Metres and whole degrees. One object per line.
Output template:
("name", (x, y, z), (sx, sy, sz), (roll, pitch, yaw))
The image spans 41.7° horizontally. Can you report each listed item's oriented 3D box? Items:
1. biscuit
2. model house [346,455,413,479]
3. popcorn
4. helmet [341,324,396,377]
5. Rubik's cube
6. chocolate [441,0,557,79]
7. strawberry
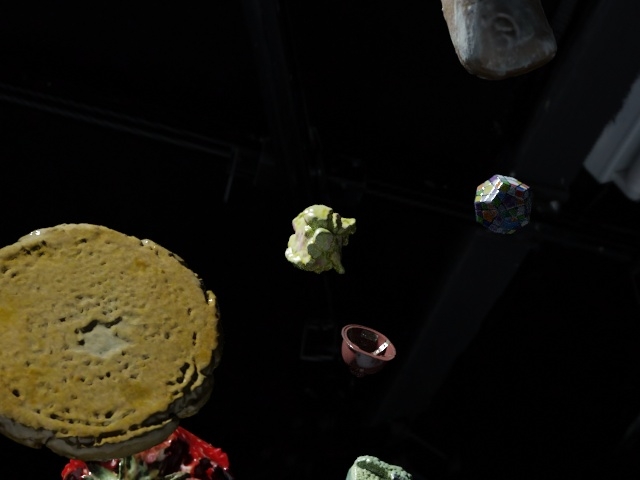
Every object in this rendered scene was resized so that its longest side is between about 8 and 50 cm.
("biscuit", (-0.183, 0.075, 0.676), (0.226, 0.226, 0.042), (15, -46, -7))
("model house", (0.065, 0.303, 0.972), (0.078, 0.083, 0.066), (27, -70, 0))
("popcorn", (-0.001, -0.001, 1.174), (0.089, 0.109, 0.097), (25, -79, -25))
("helmet", (0.064, 0.178, 1.290), (0.089, 0.111, 0.057), (23, -74, -3))
("Rubik's cube", (0.332, -0.065, 1.530), (0.111, 0.111, 0.093), (19, -68, -11))
("chocolate", (0.276, -0.386, 1.322), (0.157, 0.254, 0.080), (-17, -4, -5))
("strawberry", (-0.262, 0.396, 1.259), (0.274, 0.274, 0.220), (14, -29, -7))
